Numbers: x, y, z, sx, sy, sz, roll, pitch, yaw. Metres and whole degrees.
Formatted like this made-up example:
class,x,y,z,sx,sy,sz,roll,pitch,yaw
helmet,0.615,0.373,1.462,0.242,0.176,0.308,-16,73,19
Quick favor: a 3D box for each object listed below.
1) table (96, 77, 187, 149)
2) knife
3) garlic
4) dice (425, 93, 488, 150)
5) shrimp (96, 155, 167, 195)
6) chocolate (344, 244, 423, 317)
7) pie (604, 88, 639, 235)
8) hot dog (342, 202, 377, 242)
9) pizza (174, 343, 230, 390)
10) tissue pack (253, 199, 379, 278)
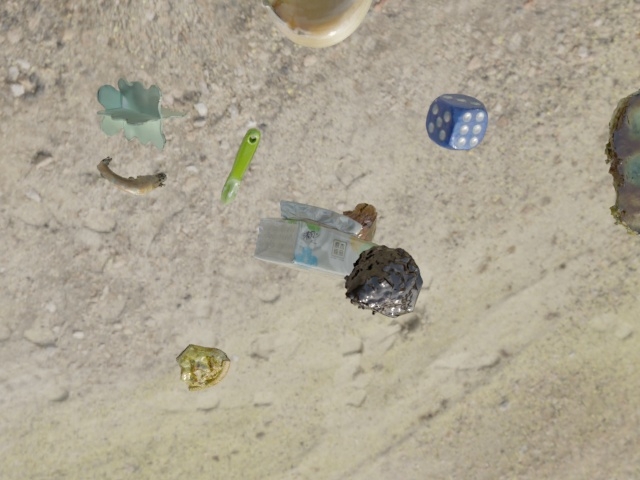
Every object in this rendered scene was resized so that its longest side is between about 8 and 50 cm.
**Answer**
class,x,y,z,sx,sy,sz,roll,pitch,yaw
table,-0.461,-0.326,1.590,0.166,0.198,0.166,-23,122,-42
knife,-0.110,-0.090,0.823,0.022,0.026,0.184,10,149,-17
garlic,0.004,-0.626,1.493,0.313,0.286,0.249,-24,130,5
dice,0.422,-0.366,1.911,0.146,0.146,0.143,-8,124,-26
shrimp,-0.490,-0.166,1.604,0.152,0.219,0.046,30,108,11
chocolate,0.099,0.090,1.167,0.133,0.156,0.156,-24,140,-52
pie,0.656,-0.148,1.110,0.355,0.103,0.288,-22,97,-7
hot dog,0.103,-0.035,1.845,0.161,0.099,0.227,-25,157,-8
pizza,-0.244,0.259,1.245,0.099,0.035,0.160,36,128,-17
tissue pack,0.000,0.000,1.336,0.229,0.159,0.145,15,84,-36
